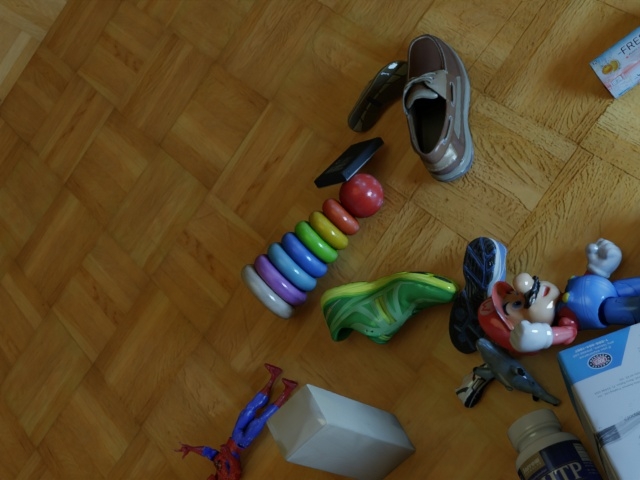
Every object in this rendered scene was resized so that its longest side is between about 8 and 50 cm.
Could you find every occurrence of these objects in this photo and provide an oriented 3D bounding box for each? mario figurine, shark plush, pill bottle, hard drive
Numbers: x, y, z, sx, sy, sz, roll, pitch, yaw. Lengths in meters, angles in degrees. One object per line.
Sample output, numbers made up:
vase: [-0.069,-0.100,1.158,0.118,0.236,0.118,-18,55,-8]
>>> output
mario figurine: [0.396,0.085,1.570,0.320,0.198,0.170,-14,79,28]
shark plush: [0.318,0.225,1.630,0.073,0.067,0.161,-37,73,-15]
pill bottle: [0.367,0.361,1.524,0.112,0.112,0.187,-40,52,18]
hard drive: [0.058,-0.157,1.988,0.094,0.022,0.135,-11,28,51]

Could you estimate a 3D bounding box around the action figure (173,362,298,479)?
action figure: [-0.174,0.371,1.935,0.091,0.139,0.280,34,96,43]

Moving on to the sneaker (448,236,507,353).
sneaker: [0.285,0.099,1.729,0.080,0.081,0.211,22,103,34]

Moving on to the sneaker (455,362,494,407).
sneaker: [0.271,0.234,1.702,0.109,0.040,0.044,-51,38,3]

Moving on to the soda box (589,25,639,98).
soda box: [0.561,-0.329,1.701,0.183,0.058,0.063,-36,53,20]

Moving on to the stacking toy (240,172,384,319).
stacking toy: [0.000,0.000,1.972,0.330,0.141,0.141,-44,50,6]

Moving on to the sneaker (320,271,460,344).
sneaker: [0.134,0.127,1.828,0.295,0.109,0.124,-15,77,37]

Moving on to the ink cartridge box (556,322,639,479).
ink cartridge box: [0.488,0.258,1.356,0.223,0.129,0.307,-20,35,5]

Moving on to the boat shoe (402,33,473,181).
boat shoe: [0.218,-0.274,1.908,0.123,0.116,0.325,-25,57,28]

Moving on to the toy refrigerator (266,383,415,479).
toy refrigerator: [0.037,0.332,1.690,0.102,0.269,0.094,-44,51,16]

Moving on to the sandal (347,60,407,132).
sandal: [0.118,-0.303,2.043,0.180,0.072,0.049,-49,28,16]
